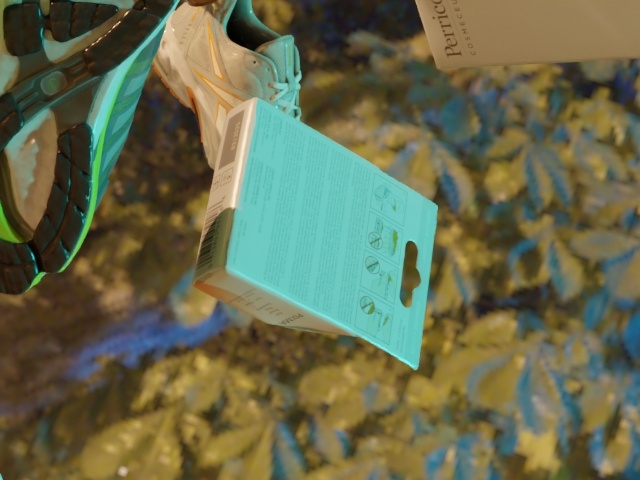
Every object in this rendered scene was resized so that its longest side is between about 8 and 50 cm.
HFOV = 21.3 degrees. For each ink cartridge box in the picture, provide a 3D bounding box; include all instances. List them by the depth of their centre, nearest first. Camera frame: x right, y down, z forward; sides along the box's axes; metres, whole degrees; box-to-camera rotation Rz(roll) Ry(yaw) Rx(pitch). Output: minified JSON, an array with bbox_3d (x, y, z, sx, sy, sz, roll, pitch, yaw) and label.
[{"bbox_3d":[0.000,0.000,1.212,0.179,0.145,0.045,31,-37,-32],"label":"ink cartridge box"}]

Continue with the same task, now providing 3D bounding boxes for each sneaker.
[{"bbox_3d":[-0.154,-0.118,1.070,0.111,0.300,0.121,24,7,-3],"label":"sneaker"},{"bbox_3d":[-0.054,-0.125,1.586,0.121,0.099,0.262,-35,-94,31],"label":"sneaker"}]

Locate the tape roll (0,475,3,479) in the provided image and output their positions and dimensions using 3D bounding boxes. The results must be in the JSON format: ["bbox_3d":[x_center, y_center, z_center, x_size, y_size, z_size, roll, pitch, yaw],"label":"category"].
[{"bbox_3d":[-0.413,0.174,1.749,0.392,0.072,0.392,53,-20,29],"label":"tape roll"}]

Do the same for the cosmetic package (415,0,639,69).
[{"bbox_3d":[0.250,-0.264,1.316,0.385,0.156,0.217,-2,-58,37],"label":"cosmetic package"}]

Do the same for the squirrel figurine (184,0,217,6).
[{"bbox_3d":[-0.082,-0.468,1.572,0.397,0.370,0.281,57,-6,-16],"label":"squirrel figurine"}]
